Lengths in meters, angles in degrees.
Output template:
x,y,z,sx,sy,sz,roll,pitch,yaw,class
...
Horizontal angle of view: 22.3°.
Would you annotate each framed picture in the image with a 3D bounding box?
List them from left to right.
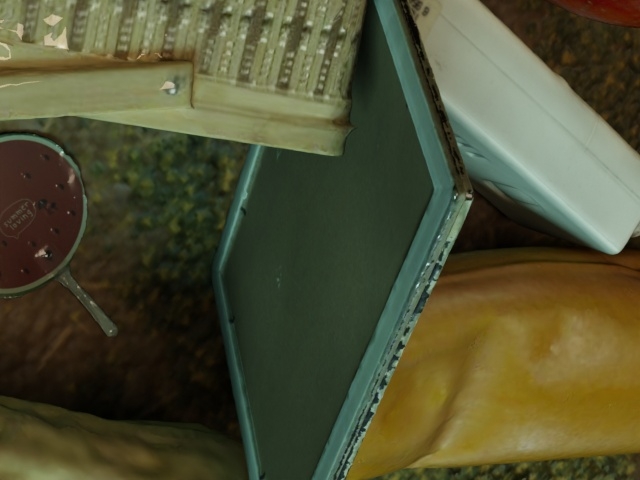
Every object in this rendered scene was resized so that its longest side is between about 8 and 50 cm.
x,y,z,sx,sy,sz,roll,pitch,yaw,class
0.000,0.000,0.718,0.017,0.217,0.274,2,137,-18,framed picture

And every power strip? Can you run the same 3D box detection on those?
x,y,z,sx,sy,sz,roll,pitch,yaw,class
0.073,-0.084,0.868,0.338,0.098,0.058,36,80,-36,power strip

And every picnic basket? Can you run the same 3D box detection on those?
x,y,z,sx,sy,sz,roll,pitch,yaw,class
-0.153,-0.135,0.626,0.313,0.228,0.175,6,99,-36,picnic basket

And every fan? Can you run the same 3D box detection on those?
x,y,z,sx,sy,sz,roll,pitch,yaw,class
-0.141,0.004,0.814,0.085,0.005,0.133,-46,124,-13,fan

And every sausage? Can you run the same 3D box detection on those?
x,y,z,sx,sy,sz,roll,pitch,yaw,class
0.108,0.066,0.925,0.354,0.116,0.134,1,132,-37,sausage

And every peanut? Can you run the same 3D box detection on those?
x,y,z,sx,sy,sz,roll,pitch,yaw,class
-0.141,0.149,0.775,0.313,0.152,0.152,16,96,-37,peanut

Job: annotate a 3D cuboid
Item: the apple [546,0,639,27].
x,y,z,sx,sy,sz,roll,pitch,yaw,class
0.169,-0.218,0.816,0.201,0.218,0.218,-46,126,-32,apple
